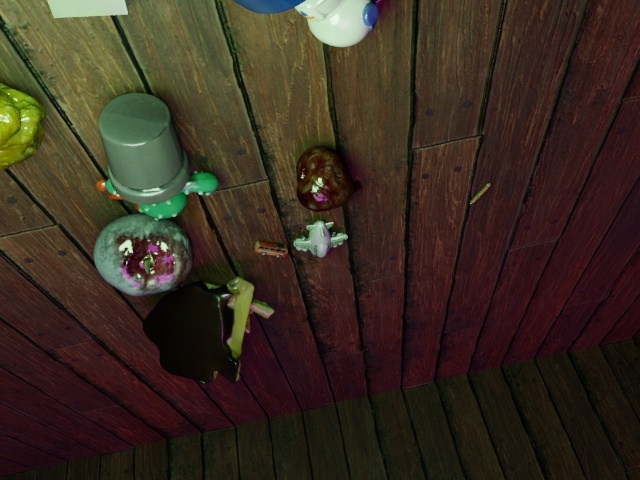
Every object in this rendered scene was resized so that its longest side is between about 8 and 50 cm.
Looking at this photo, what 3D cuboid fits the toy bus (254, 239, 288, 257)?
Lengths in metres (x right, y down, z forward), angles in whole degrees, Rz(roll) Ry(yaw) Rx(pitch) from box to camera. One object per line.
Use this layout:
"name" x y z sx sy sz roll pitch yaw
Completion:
"toy bus" -0.158 0.027 1.705 0.110 0.031 0.043 10 132 -28

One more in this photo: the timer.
"timer" -0.023 -0.469 0.912 0.270 0.270 0.383 -29 157 22

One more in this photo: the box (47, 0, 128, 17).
"box" -0.417 -0.464 0.921 0.130 0.051 0.129 -7 145 -8

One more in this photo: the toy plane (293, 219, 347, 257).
"toy plane" -0.001 -0.002 1.672 0.174 0.080 0.174 -9 147 -6

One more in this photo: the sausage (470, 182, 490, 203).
"sausage" 0.509 -0.149 1.682 0.015 0.015 0.100 8 140 -27

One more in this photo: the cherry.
"cherry" -0.473 0.036 1.420 0.255 0.218 0.296 -1 -173 -25

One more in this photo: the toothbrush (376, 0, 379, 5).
"toothbrush" 0.163 -0.513 1.066 0.167 0.014 0.011 -28 133 21

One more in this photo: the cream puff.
"cream puff" -0.678 -0.221 1.041 0.196 0.244 0.244 36 128 -13

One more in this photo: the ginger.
"ginger" -0.368 0.298 1.799 0.413 0.358 0.211 -19 180 25

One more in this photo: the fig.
"fig" 0.034 -0.155 1.432 0.145 0.170 0.274 -12 170 32

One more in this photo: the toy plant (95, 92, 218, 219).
"toy plant" -0.388 -0.159 1.253 0.279 0.185 0.400 -24 157 -18
